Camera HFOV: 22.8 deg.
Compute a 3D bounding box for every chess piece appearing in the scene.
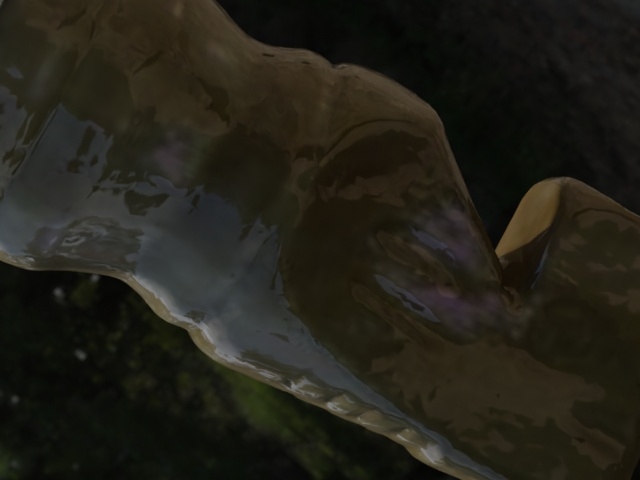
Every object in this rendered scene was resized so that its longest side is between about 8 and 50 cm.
[{"bbox_3d":[0.000,0.000,0.586,0.300,0.137,0.137,30,176,-14],"label":"chess piece"}]
